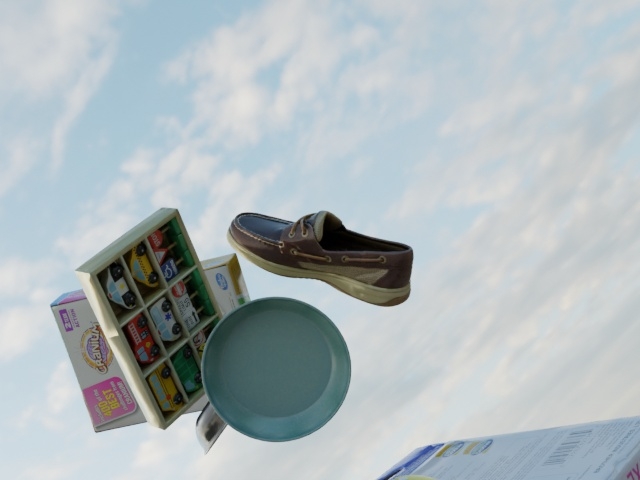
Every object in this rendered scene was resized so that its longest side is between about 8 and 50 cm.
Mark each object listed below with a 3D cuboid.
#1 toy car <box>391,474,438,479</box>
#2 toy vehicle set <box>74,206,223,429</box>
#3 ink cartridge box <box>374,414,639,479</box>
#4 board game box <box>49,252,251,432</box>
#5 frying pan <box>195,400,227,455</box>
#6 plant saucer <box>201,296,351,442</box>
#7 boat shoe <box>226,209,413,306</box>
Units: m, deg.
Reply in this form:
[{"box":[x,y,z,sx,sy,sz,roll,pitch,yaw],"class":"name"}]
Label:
[{"box":[0.115,0.258,0.701,0.053,0.225,0.239,-39,-15,-24],"class":"toy car"},{"box":[-0.218,0.108,1.430,0.166,0.035,0.266,-42,-55,-37],"class":"toy vehicle set"},{"box":[0.160,0.243,0.967,0.311,0.065,0.186,-16,8,45],"class":"ink cartridge box"},{"box":[-0.260,0.172,1.716,0.317,0.242,0.064,-13,14,12],"class":"board game box"},{"box":[-0.104,0.192,1.453,0.197,0.053,0.326,-56,0,7],"class":"frying pan"},{"box":[-0.035,0.102,0.830,0.119,0.119,0.021,-45,6,6],"class":"plant saucer"},{"box":[0.000,0.000,1.752,0.123,0.342,0.123,-40,-36,-51],"class":"boat shoe"}]
